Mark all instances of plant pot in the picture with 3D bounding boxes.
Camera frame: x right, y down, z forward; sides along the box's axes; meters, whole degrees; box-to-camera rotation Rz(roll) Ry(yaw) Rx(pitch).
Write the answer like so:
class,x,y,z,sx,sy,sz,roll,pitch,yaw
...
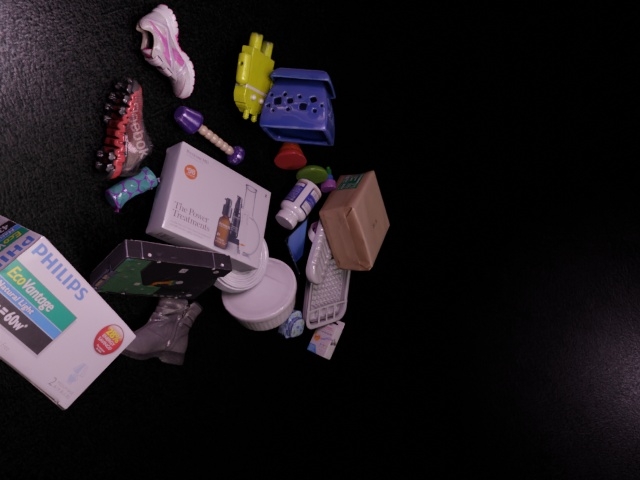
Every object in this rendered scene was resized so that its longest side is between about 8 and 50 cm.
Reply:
class,x,y,z,sx,sy,sz,roll,pitch,yaw
plant pot,-0.065,-0.462,1.793,0.236,0.235,0.212,9,88,-82

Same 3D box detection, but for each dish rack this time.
class,x,y,z,sx,sy,sz,roll,pitch,yaw
dish rack,0.021,0.212,2.330,0.285,0.072,0.333,-8,110,-49

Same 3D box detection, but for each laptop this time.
class,x,y,z,sx,sy,sz,roll,pitch,yaw
laptop,-0.076,0.088,2.028,0.136,0.264,0.234,-12,141,-17

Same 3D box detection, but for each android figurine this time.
class,x,y,z,sx,sy,sz,roll,pitch,yaw
android figurine,-0.216,-0.534,1.721,0.248,0.056,0.273,-3,105,-73

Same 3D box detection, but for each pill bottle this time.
class,x,y,z,sx,sy,sz,roll,pitch,yaw
pill bottle,-0.090,-0.139,2.024,0.187,0.112,0.112,-54,139,-23

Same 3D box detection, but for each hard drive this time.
class,x,y,z,sx,sy,sz,roll,pitch,yaw
hard drive,-0.465,0.093,1.527,0.338,0.237,0.064,10,56,-44

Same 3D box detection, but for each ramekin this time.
class,x,y,z,sx,sy,sz,roll,pitch,yaw
ramekin,-0.213,0.203,1.888,0.273,0.272,0.127,-49,150,-28

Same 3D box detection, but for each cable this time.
class,x,y,z,sx,sy,sz,roll,pitch,yaw
cable,-0.298,0.049,1.788,0.257,0.089,0.257,43,55,-24

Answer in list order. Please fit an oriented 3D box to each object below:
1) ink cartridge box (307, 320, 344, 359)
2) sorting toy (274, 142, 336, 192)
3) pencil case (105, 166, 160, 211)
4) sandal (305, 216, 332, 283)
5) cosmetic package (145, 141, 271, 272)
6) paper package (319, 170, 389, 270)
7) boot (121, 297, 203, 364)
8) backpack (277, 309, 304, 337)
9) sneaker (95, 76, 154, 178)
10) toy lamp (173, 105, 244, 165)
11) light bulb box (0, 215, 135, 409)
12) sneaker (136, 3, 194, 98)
class,x,y,z,sx,sy,sz,roll,pitch,yaw
ink cartridge box,0.026,0.443,2.397,0.061,0.104,0.181,38,72,-51
sorting toy,-0.047,-0.312,2.045,0.365,0.127,0.126,28,54,-53
pencil case,-0.541,-0.150,1.492,0.151,0.064,0.070,-41,130,-34
sandal,-0.005,-0.010,2.177,0.169,0.102,0.417,62,36,-43
cosmetic package,-0.336,-0.094,1.636,0.377,0.097,0.285,28,58,-44
paper package,0.151,-0.089,2.198,0.325,0.168,0.310,-59,138,-49
boot,-0.534,0.261,1.644,0.338,0.118,0.223,32,71,-59
backpack,-0.120,0.350,2.196,0.105,0.084,0.115,-5,104,-53
sneaker,-0.524,-0.301,1.430,0.135,0.097,0.276,4,102,-52
toy lamp,-0.353,-0.332,1.650,0.274,0.080,0.080,38,74,-51
light bulb box,-0.685,0.143,1.180,0.225,0.360,0.358,-50,137,-27
sneaker,-0.443,-0.518,1.458,0.111,0.102,0.252,-37,123,-33
